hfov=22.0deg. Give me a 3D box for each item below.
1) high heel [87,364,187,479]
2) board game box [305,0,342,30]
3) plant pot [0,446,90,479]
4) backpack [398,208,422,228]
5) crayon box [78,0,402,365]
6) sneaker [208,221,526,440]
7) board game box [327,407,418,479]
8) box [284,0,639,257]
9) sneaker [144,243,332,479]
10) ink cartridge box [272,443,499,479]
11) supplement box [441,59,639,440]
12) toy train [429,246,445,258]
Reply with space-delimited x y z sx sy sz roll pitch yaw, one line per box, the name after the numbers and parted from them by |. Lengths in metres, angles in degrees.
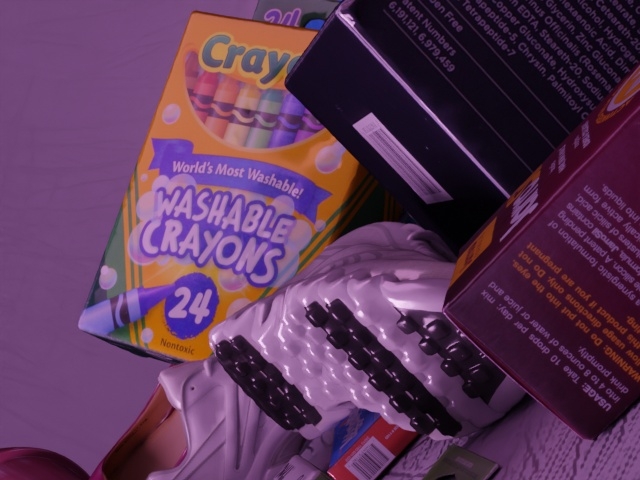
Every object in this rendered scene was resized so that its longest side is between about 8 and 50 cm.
-0.153 0.151 1.583 0.377 0.181 0.127 -47 40 -7 | high heel
0.132 -0.265 1.965 0.086 0.308 0.302 -44 5 37 | board game box
-0.294 0.318 1.726 0.201 0.201 0.180 -49 19 -24 | plant pot
0.000 0.000 1.419 0.253 0.191 0.225 -42 5 2 | backpack
-0.038 -0.052 1.268 0.083 0.203 0.323 33 -107 -55 | crayon box
0.038 0.036 0.892 0.118 0.110 0.292 -45 14 -21 | sneaker
0.066 0.073 1.067 0.145 0.027 0.281 -46 3 6 | board game box
0.160 -0.150 0.958 0.312 0.179 0.343 -44 3 -4 | box
-0.046 0.095 1.109 0.232 0.115 0.090 -63 1 -12 | sneaker
-0.017 0.158 0.765 0.209 0.062 0.109 -47 2 -6 | ink cartridge box
0.142 -0.023 0.655 0.188 0.081 0.104 -47 3 15 | supplement box
0.070 0.015 1.234 0.125 0.046 0.166 -40 -13 -25 | toy train
